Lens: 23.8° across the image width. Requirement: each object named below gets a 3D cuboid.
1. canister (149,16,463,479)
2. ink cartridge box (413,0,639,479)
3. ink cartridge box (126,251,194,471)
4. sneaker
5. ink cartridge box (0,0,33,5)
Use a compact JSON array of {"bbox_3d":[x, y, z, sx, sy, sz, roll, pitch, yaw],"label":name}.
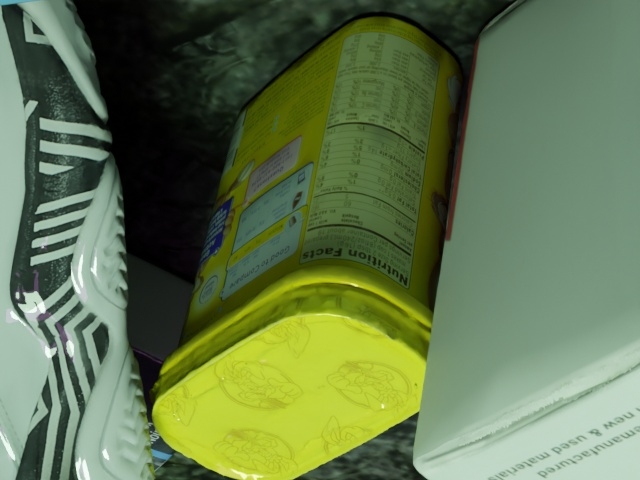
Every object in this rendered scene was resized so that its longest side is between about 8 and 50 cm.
[{"bbox_3d":[0.000,0.000,0.633,0.073,0.170,0.126,34,135,-24],"label":"canister"},{"bbox_3d":[0.200,0.042,0.597,0.306,0.226,0.131,30,137,-23],"label":"ink cartridge box"},{"bbox_3d":[-0.216,0.029,0.797,0.333,0.065,0.165,28,137,-17],"label":"ink cartridge box"},{"bbox_3d":[-0.185,0.043,0.596,0.210,0.137,0.365,-10,99,-20],"label":"sneaker"},{"bbox_3d":[-0.096,-0.210,0.339,0.198,0.270,0.197,-3,139,16],"label":"ink cartridge box"}]
